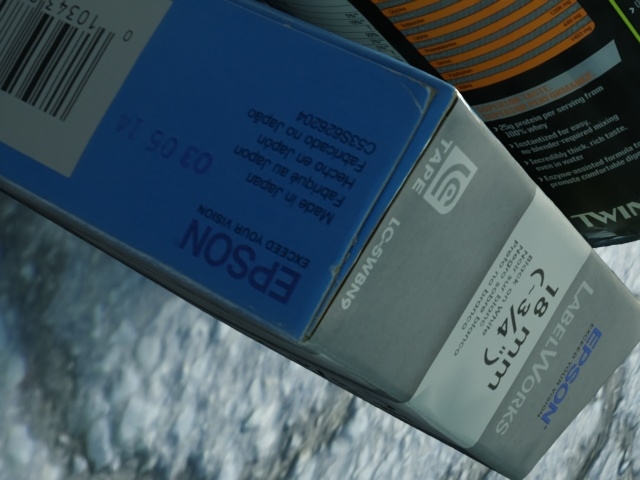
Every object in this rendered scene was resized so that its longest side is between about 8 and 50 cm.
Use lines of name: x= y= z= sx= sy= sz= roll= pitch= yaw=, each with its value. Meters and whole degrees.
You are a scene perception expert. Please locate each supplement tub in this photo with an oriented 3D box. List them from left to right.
supplement tub: x=0.067 y=-0.156 z=0.731 sx=0.207 sy=0.207 sz=0.338 roll=-57 pitch=135 yaw=-9

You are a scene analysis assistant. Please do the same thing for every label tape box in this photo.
label tape box: x=0.000 y=0.000 z=0.749 sx=0.106 sy=0.241 sz=0.334 roll=-60 pitch=148 yaw=-4
